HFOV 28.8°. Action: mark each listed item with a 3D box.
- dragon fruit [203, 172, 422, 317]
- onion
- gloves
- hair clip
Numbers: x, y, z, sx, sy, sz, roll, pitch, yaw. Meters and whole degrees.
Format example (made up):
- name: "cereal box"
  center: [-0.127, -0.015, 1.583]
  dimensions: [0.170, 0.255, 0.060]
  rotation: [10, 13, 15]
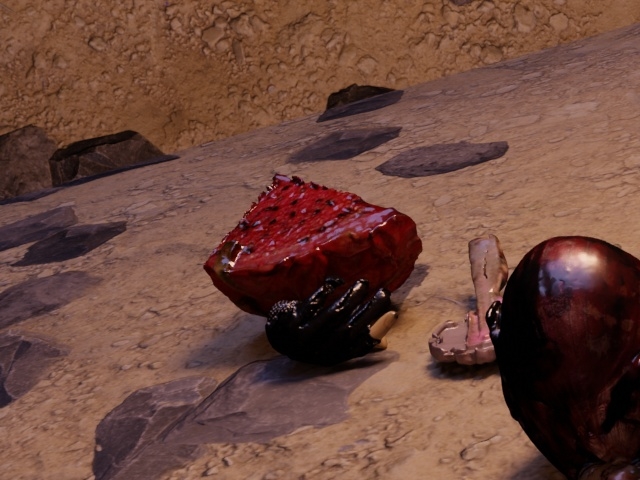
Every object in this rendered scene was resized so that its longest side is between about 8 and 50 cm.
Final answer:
- name: "dragon fruit"
  center: [0.000, 0.000, 1.868]
  dimensions: [0.302, 0.240, 0.330]
  rotation: [-18, 1, -44]
- name: "onion"
  center: [0.289, 0.116, 1.277]
  dimensions: [0.221, 0.281, 0.281]
  rotation: [-10, 17, 31]
- name: "gloves"
  center: [0.025, 0.123, 1.758]
  dimensions: [0.181, 0.129, 0.106]
  rotation: [-9, 26, 38]
- name: "hair clip"
  center: [0.237, 0.093, 1.733]
  dimensions: [0.173, 0.069, 0.300]
  rotation: [-13, 27, 14]
